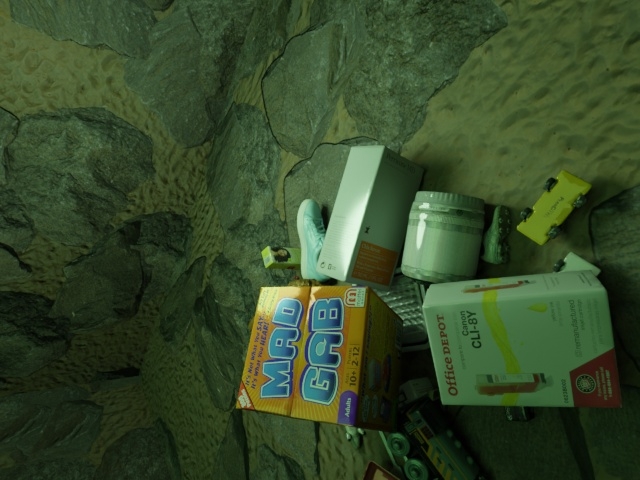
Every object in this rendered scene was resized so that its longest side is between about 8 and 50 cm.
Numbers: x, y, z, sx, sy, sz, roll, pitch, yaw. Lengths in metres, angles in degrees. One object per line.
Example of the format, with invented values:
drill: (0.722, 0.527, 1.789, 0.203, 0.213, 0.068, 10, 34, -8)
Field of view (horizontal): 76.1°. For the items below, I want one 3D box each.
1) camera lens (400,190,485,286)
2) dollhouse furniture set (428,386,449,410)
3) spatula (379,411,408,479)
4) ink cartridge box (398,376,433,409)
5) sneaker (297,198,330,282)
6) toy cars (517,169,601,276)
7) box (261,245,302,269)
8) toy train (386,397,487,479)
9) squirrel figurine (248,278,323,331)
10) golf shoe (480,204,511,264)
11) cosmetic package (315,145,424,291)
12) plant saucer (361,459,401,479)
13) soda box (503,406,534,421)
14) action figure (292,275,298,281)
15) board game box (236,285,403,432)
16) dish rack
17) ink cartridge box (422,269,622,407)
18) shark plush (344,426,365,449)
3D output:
camera lens: (0.369, 0.001, 1.238, 0.220, 0.220, 0.273, 13, 96, 49)
dollhouse furniture set: (0.390, 0.493, 1.253, 0.081, 0.114, 0.090, 5, 88, 45)
spatula: (0.280, 0.731, 1.425, 0.168, 0.019, 0.241, -50, 52, 35)
ink cartridge box: (0.303, 0.506, 1.356, 0.180, 0.104, 0.060, -48, 51, 34)
sneaker: (0.000, 0.000, 1.743, 0.150, 0.135, 0.365, -4, 92, 41)
toy cars: (0.618, 0.021, 1.061, 0.177, 0.087, 0.392, -6, 86, 37)
box: (-0.142, 0.080, 1.804, 0.058, 0.233, 0.087, -40, 59, 36)
toy train: (0.348, 0.650, 1.243, 0.190, 0.142, 0.333, -49, 66, 26)
squirrel figurine: (-0.038, 0.366, 1.641, 0.370, 0.281, 0.396, 55, 128, 28)
golf shoe: (0.507, -0.019, 1.205, 0.086, 0.069, 0.176, 4, 89, 55)
cosmetic package: (0.173, -0.072, 1.408, 0.162, 0.230, 0.452, 14, 88, 51)
plant saucer: (0.232, 0.912, 1.345, 0.259, 0.048, 0.258, 17, 83, 39)
soda box: (0.537, 0.409, 1.136, 0.060, 0.053, 0.168, -21, 72, 45)
action figure: (-0.130, 0.225, 1.926, 0.030, 0.038, 0.115, 12, 95, 26)
board game box: (0.024, 0.363, 1.248, 0.357, 0.356, 0.356, -3, 63, 26)
dish rack: (0.259, 0.254, 1.454, 0.333, 0.073, 0.285, -24, 68, 45)
ink cartridge box: (0.469, 0.242, 0.995, 0.385, 0.160, 0.278, -9, 99, 24)
shark plush: (0.105, 0.731, 1.600, 0.161, 0.073, 0.067, 44, 149, 36)
